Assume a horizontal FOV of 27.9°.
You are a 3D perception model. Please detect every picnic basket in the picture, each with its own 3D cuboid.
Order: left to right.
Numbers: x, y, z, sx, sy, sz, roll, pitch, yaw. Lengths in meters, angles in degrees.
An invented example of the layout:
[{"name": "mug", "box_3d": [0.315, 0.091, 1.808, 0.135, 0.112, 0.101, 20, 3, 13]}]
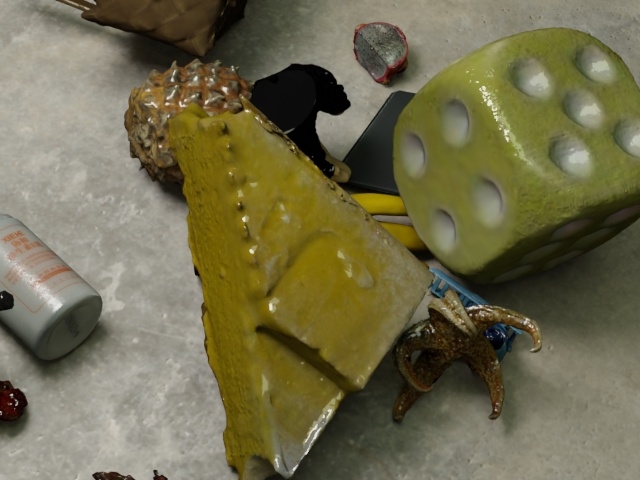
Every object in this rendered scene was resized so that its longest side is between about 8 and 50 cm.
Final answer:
[{"name": "picnic basket", "box_3d": [-0.228, -0.403, 1.678, 0.321, 0.254, 0.291, 21, 23, 1]}]

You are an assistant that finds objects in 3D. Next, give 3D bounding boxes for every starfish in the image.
[{"name": "starfish", "box_3d": [0.154, 0.138, 1.448, 0.146, 0.190, 0.074, 24, 34, -21]}]

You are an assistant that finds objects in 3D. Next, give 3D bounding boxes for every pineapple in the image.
[{"name": "pineapple", "box_3d": [-0.145, -0.153, 1.613, 0.193, 0.166, 0.166, -20, 59, -31]}]

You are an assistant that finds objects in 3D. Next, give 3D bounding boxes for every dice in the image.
[{"name": "dice", "box_3d": [0.240, -0.095, 1.520, 0.227, 0.238, 0.233, -15, 72, -29]}]

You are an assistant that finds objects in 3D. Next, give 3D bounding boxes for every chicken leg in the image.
[{"name": "chicken leg", "box_3d": [-0.428, 0.168, 1.434, 0.205, 0.053, 0.093, 10, 32, -6]}]

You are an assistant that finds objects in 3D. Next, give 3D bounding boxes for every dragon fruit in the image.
[{"name": "dragon fruit", "box_3d": [0.087, -0.259, 1.761, 0.060, 0.056, 0.083, -35, 69, -22]}]

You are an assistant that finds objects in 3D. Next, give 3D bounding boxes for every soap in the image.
[{"name": "soap", "box_3d": [-0.095, 0.050, 1.400, 0.338, 0.169, 0.304, 42, 65, -10]}]

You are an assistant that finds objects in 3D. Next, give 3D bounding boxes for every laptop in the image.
[{"name": "laptop", "box_3d": [0.108, -0.127, 1.673, 0.129, 0.016, 0.180, 15, 54, 31]}]

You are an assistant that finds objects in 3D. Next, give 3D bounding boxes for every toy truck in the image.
[{"name": "toy truck", "box_3d": [0.167, 0.092, 1.528, 0.136, 0.063, 0.074, 36, 40, 12]}]

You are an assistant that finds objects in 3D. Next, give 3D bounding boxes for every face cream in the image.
[{"name": "face cream", "box_3d": [-0.370, 0.025, 1.502, 0.251, 0.101, 0.101, 40, 62, 20]}]

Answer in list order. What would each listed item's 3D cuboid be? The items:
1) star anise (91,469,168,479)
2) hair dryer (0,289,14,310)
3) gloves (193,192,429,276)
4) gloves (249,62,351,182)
[{"name": "star anise", "box_3d": [-0.153, 0.300, 1.344, 0.212, 0.053, 0.157, 20, 28, 11]}, {"name": "hair dryer", "box_3d": [-0.487, 0.140, 1.339, 0.284, 0.156, 0.320, -20, 48, 27]}, {"name": "gloves", "box_3d": [0.000, 0.001, 1.567, 0.294, 0.116, 0.133, 6, 83, -12]}, {"name": "gloves", "box_3d": [-0.019, -0.128, 1.570, 0.124, 0.203, 0.164, 25, 71, 15]}]
